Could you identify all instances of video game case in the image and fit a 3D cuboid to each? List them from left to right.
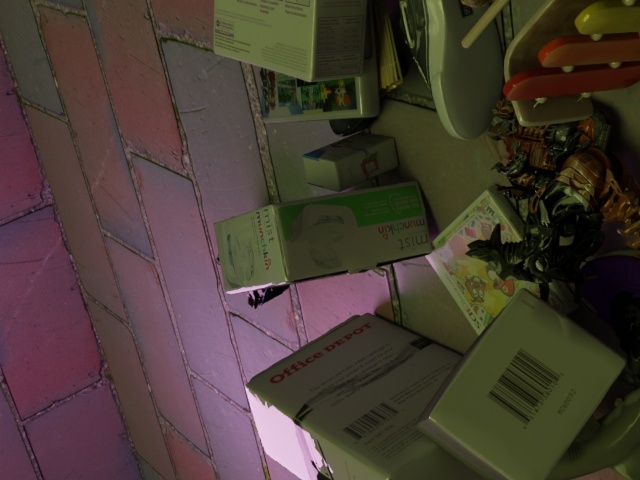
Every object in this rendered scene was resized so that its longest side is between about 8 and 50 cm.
[{"bbox_3d":[-0.016,-0.325,1.511,0.329,0.036,0.300,9,105,62],"label":"video game case"},{"bbox_3d":[0.257,0.053,1.516,0.206,0.026,0.227,57,151,10],"label":"video game case"}]

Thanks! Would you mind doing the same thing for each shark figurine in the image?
[{"bbox_3d":[0.402,0.253,1.332,0.278,0.166,0.116,-55,50,39],"label":"shark figurine"}]

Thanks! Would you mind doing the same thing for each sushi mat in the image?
[{"bbox_3d":[0.046,-0.345,1.440,0.151,0.019,0.316,-26,74,63],"label":"sushi mat"}]

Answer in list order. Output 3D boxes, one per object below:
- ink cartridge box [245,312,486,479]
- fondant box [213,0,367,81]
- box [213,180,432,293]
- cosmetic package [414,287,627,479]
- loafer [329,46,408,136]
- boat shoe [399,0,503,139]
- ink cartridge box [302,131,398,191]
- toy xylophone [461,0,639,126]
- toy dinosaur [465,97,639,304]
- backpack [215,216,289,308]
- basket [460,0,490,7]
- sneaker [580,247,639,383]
[{"bbox_3d":[0.106,0.298,1.699,0.395,0.285,0.166,23,133,51],"label":"ink cartridge box"},{"bbox_3d":[-0.041,-0.395,1.365,0.238,0.096,0.330,26,121,47],"label":"fondant box"},{"bbox_3d":[0.000,0.000,1.627,0.231,0.262,0.127,-15,85,62],"label":"box"},{"bbox_3d":[0.240,0.201,1.328,0.155,0.197,0.365,35,173,10],"label":"cosmetic package"},{"bbox_3d":[0.055,-0.220,1.562,0.076,0.078,0.223,59,151,8],"label":"loafer"},{"bbox_3d":[0.151,-0.278,1.327,0.102,0.108,0.301,10,119,57],"label":"boat shoe"},{"bbox_3d":[0.048,-0.125,1.612,0.088,0.122,0.052,19,125,52],"label":"ink cartridge box"},{"bbox_3d":[0.282,-0.233,1.029,0.081,0.236,0.323,65,153,21],"label":"toy xylophone"},{"bbox_3d":[0.293,-0.048,1.230,0.218,0.164,0.322,-63,24,24],"label":"toy dinosaur"},{"bbox_3d":[-0.117,0.020,2.010,0.158,0.117,0.173,50,150,22],"label":"backpack"},{"bbox_3d":[0.184,-0.406,1.037,0.223,0.213,0.299,39,128,42],"label":"basket"},{"bbox_3d":[0.394,0.105,1.206,0.293,0.146,0.102,28,136,46],"label":"sneaker"}]
